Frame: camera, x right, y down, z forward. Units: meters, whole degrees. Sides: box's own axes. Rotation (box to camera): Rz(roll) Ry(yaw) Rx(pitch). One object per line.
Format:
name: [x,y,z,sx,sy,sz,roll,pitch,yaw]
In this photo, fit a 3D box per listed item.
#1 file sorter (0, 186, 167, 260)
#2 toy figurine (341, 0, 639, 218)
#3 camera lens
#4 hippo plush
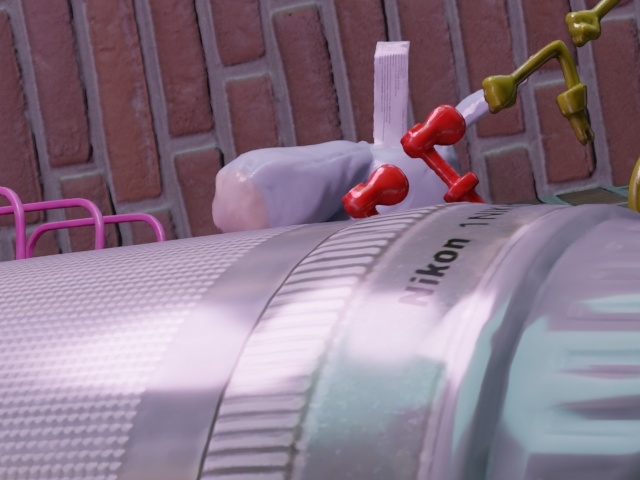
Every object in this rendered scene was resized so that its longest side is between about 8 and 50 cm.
file sorter: [-0.285,0.053,1.370,0.202,0.182,0.291,-5,-9,44]
toy figurine: [0.103,0.035,1.060,0.362,0.191,0.217,-42,-8,-18]
camera lens: [-0.017,0.107,0.428,0.274,0.219,0.219,-7,6,30]
hippo plush: [0.000,0.000,1.433,0.234,0.294,0.236,11,-10,-18]
